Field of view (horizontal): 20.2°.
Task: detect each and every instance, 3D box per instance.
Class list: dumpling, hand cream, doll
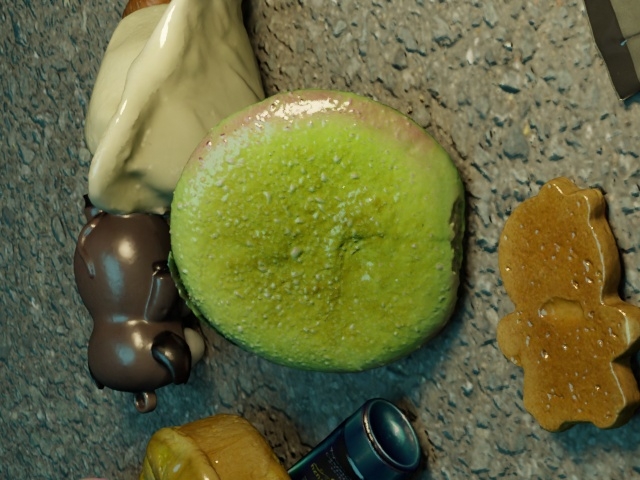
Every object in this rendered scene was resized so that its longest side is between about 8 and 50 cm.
[{"bbox_3d":[-0.126,-0.155,1.783,0.187,0.318,0.243,23,119,0],"label":"dumpling"},{"bbox_3d":[0.024,0.257,1.878,0.120,0.061,0.270,59,147,16],"label":"hand cream"},{"bbox_3d":[-0.213,0.067,2.037,0.182,0.117,0.257,-12,92,52],"label":"doll"}]

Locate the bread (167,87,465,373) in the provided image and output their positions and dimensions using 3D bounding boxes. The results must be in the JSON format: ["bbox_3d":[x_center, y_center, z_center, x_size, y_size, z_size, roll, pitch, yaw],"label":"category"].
[{"bbox_3d":[-0.006,-0.002,1.696,0.301,0.045,0.301,3,114,7],"label":"bread"}]

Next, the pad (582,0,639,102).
[{"bbox_3d":[0.259,-0.245,1.457,0.174,0.022,0.233,-23,85,50],"label":"pad"}]

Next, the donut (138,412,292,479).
[{"bbox_3d":[-0.092,0.311,1.938,0.261,0.128,0.208,62,157,12],"label":"donut"}]

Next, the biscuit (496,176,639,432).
[{"bbox_3d":[0.219,0.058,1.591,0.166,0.036,0.226,-13,89,50],"label":"biscuit"}]

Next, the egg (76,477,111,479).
[{"bbox_3d":[-0.292,0.413,2.183,0.196,0.196,0.271,51,136,26],"label":"egg"}]

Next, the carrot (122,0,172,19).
[{"bbox_3d":[-0.143,-0.290,1.892,0.248,0.059,0.059,-48,65,43],"label":"carrot"}]
